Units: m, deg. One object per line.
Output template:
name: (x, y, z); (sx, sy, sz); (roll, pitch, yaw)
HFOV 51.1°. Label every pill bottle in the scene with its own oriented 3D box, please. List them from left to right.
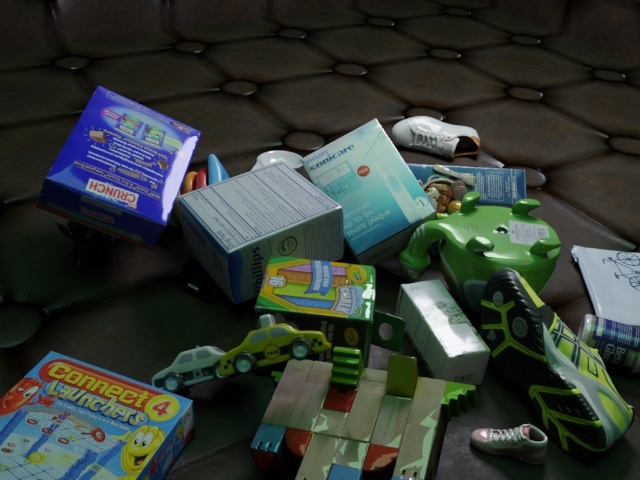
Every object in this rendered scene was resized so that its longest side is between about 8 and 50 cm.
pill bottle: (0.623, 0.219, 1.386); (0.169, 0.094, 0.094); (15, 36, 17)

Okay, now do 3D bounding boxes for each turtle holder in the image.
turtle holder: (0.362, 0.049, 1.493); (0.320, 0.228, 0.243); (-10, 38, -18)

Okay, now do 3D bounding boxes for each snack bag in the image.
snack bag: (0.788, 0.127, 1.587); (0.342, 0.037, 0.323); (6, 34, 3)

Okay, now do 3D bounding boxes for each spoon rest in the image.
spoon rest: (-0.144, -0.201, 1.937); (0.137, 0.084, 0.276); (15, 37, 16)

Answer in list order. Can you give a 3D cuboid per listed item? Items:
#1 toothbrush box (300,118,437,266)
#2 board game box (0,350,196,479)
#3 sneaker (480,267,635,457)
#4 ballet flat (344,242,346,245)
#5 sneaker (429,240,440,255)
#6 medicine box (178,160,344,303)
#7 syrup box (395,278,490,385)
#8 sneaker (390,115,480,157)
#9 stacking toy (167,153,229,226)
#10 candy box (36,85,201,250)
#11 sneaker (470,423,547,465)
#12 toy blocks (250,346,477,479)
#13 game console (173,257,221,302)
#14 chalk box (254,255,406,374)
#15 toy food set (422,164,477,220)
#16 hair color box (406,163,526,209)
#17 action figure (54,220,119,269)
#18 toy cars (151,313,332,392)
toothbrush box: (0.117, -0.110, 1.613); (0.216, 0.126, 0.296); (-28, 64, -1)
board game box: (-0.415, 0.351, 1.106); (0.308, 0.086, 0.302); (14, 36, 15)
sneaker: (0.446, 0.224, 1.297); (0.147, 0.145, 0.385); (-8, 59, -32)
ballet flat: (0.000, 0.000, 1.677); (0.079, 0.077, 0.221); (9, 30, 44)
sneaker: (0.294, -0.014, 1.688); (0.282, 0.110, 0.122); (-3, 44, -5)
medicine box: (-0.136, -0.029, 1.528); (0.289, 0.149, 0.263); (-23, 41, -24)
syrup box: (0.247, 0.190, 1.392); (0.093, 0.096, 0.237); (-6, 35, -17)
sneaker: (0.373, -0.326, 2.143); (0.289, 0.106, 0.123); (3, 32, -3)
stacking toy: (-0.377, -0.093, 1.721); (0.301, 0.166, 0.175); (-10, 64, 6)
candy box: (-0.450, -0.167, 1.536); (0.268, 0.122, 0.317); (24, 47, -15)
sneaker: (0.338, 0.350, 1.192); (0.134, 0.070, 0.051); (13, 37, 15)
toy blocks: (0.045, 0.341, 1.107); (0.381, 0.191, 0.261); (5, 42, 21)
game console: (-0.259, 0.092, 1.563); (0.122, 0.071, 0.107); (24, 69, 28)
chalk box: (0.022, 0.162, 1.343); (0.288, 0.180, 0.179); (7, 35, 2)
toy food set: (0.307, -0.098, 1.652); (0.132, 0.038, 0.192); (20, 74, 5)
hair color box: (0.346, -0.123, 1.774); (0.347, 0.174, 0.105); (2, 76, -2)
action figure: (-0.518, -0.069, 1.598); (0.164, 0.141, 0.276); (31, 59, -10)
toy cars: (-0.151, 0.196, 1.179); (0.393, 0.087, 0.176); (-23, -13, 41)
